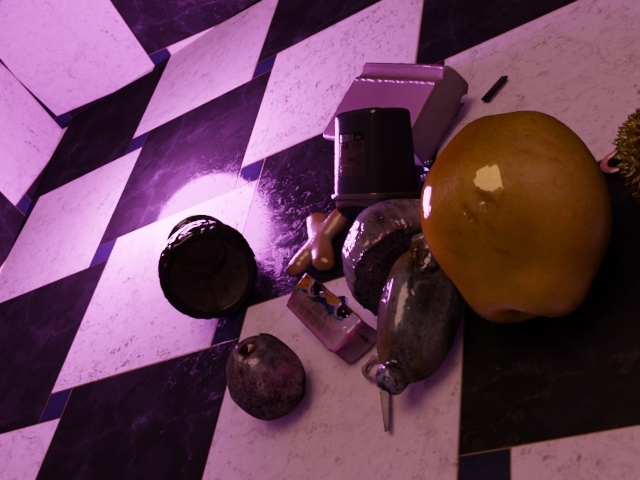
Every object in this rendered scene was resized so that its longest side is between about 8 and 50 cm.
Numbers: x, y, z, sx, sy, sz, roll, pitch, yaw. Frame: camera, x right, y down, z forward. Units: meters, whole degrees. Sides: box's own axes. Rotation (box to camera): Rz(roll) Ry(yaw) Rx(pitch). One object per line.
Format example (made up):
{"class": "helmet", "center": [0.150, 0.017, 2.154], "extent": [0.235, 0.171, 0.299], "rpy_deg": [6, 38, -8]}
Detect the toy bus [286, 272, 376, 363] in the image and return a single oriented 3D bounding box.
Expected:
{"class": "toy bus", "center": [0.026, 0.179, 1.921], "extent": [0.112, 0.090, 0.274], "rpy_deg": [-51, 34, -1]}

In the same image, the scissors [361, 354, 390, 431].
{"class": "scissors", "center": [0.137, 0.314, 1.720], "extent": [0.110, 0.021, 0.212], "rpy_deg": [-24, 38, 20]}

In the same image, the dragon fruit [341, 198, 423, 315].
{"class": "dragon fruit", "center": [0.161, -0.002, 1.885], "extent": [0.283, 0.204, 0.221], "rpy_deg": [-36, 34, 9]}

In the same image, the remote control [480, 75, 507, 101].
{"class": "remote control", "center": [0.464, -0.403, 2.187], "extent": [0.091, 0.016, 0.034], "rpy_deg": [-48, 18, -9]}

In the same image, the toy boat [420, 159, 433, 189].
{"class": "toy boat", "center": [0.371, -0.217, 2.039], "extent": [0.291, 0.067, 0.221], "rpy_deg": [-51, 34, -18]}

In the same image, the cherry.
{"class": "cherry", "center": [-0.127, 0.306, 1.851], "extent": [0.195, 0.195, 0.195], "rpy_deg": [-27, 37, 22]}

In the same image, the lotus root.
{"class": "lotus root", "center": [0.200, 0.162, 1.703], "extent": [0.175, 0.175, 0.349], "rpy_deg": [-4, 58, 43]}

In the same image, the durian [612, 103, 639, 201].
{"class": "durian", "center": [0.680, -0.178, 1.520], "extent": [0.291, 0.291, 0.224], "rpy_deg": [-32, 23, 15]}

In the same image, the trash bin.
{"class": "trash bin", "center": [0.136, -0.183, 2.069], "extent": [0.209, 0.182, 0.290], "rpy_deg": [2, 96, 54]}

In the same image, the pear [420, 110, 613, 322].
{"class": "pear", "center": [0.376, -0.047, 1.591], "extent": [0.363, 0.362, 0.418], "rpy_deg": [-15, 71, 34]}

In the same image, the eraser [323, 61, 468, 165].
{"class": "eraser", "center": [0.202, -0.358, 2.282], "extent": [0.359, 0.122, 0.272], "rpy_deg": [19, 75, 54]}

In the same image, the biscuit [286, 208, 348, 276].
{"class": "biscuit", "center": [-0.001, 0.000, 2.185], "extent": [0.164, 0.047, 0.207], "rpy_deg": [-10, 45, 37]}

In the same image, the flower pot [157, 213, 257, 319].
{"class": "flower pot", "center": [-0.323, 0.052, 2.280], "extent": [0.266, 0.266, 0.267], "rpy_deg": [-42, 24, 1]}

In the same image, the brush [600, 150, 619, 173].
{"class": "brush", "center": [0.692, -0.211, 1.720], "extent": [0.233, 0.047, 0.103], "rpy_deg": [-36, 34, 12]}
